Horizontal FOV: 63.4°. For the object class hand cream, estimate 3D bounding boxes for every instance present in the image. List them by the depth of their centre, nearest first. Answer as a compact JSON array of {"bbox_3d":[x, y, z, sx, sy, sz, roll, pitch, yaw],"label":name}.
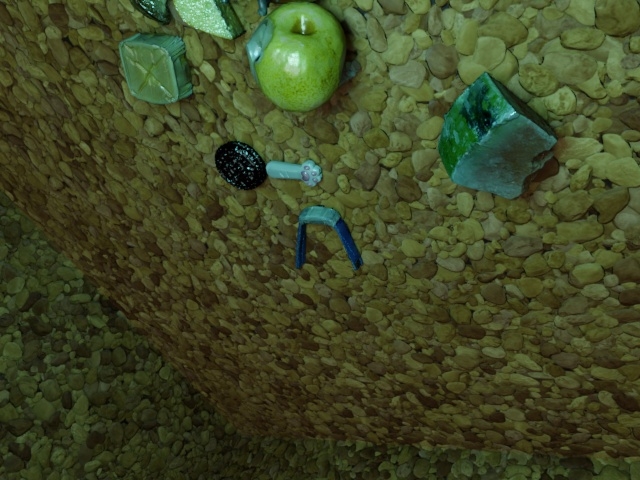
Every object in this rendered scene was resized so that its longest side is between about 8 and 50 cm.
[{"bbox_3d":[0.027,-0.442,1.450,0.210,0.043,0.067,-16,119,46],"label":"hand cream"}]

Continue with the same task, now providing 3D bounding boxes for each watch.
[{"bbox_3d":[-0.012,-0.004,1.880,0.276,0.068,0.274,-1,134,31],"label":"watch"}]

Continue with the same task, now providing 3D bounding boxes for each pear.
[{"bbox_3d":[-0.052,-0.457,1.322,0.271,0.271,0.271,16,136,16],"label":"pear"}]

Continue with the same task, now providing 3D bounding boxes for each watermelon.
[{"bbox_3d":[0.448,-0.243,1.307,0.302,0.151,0.264,30,138,1],"label":"watermelon"}]

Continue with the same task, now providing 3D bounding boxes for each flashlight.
[{"bbox_3d":[-0.091,-0.227,1.715,0.200,0.047,0.093,10,134,22],"label":"flashlight"}]

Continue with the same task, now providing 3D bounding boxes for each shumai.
[{"bbox_3d":[-0.485,-0.684,1.493,0.139,0.105,0.123,58,176,-14],"label":"shumai"}]

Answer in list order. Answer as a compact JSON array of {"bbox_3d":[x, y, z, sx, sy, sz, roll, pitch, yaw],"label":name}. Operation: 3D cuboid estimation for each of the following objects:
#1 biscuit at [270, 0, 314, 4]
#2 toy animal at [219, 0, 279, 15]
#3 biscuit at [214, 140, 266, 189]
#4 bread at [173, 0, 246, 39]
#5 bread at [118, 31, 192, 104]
[{"bbox_3d":[-0.099,-0.714,1.246,0.262,0.052,0.277,10,136,26],"label":"biscuit"},{"bbox_3d":[-0.212,-0.658,1.280,0.269,0.082,0.137,31,139,10],"label":"toy animal"},{"bbox_3d":[-0.277,-0.257,1.789,0.194,0.053,0.194,16,135,16],"label":"biscuit"},{"bbox_3d":[-0.318,-0.637,1.374,0.134,0.129,0.260,-18,124,22],"label":"bread"},{"bbox_3d":[-0.507,-0.537,1.616,0.192,0.110,0.210,10,135,14],"label":"bread"}]
